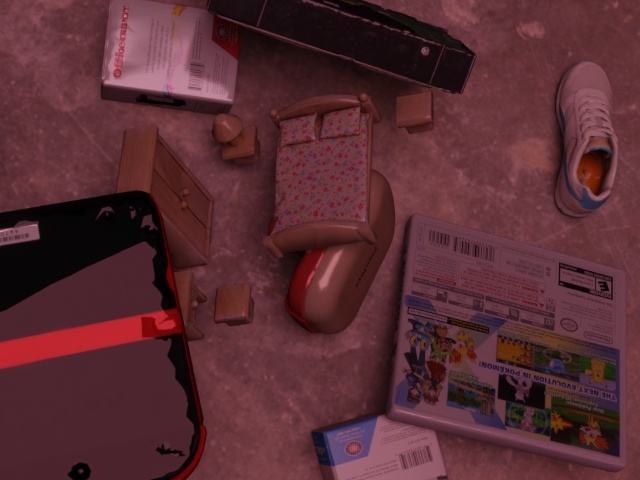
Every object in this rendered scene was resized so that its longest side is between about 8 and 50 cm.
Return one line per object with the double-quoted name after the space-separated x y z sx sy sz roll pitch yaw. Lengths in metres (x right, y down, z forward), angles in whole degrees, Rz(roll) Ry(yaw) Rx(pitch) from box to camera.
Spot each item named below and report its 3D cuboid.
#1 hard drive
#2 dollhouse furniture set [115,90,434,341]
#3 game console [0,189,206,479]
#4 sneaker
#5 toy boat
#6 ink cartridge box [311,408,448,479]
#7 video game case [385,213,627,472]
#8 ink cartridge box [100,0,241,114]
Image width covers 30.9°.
0.020 -0.287 1.523 0.339 0.237 0.064 16 107 -10 "hard drive"
-0.051 -0.059 1.397 0.356 0.174 0.303 -9 58 19 "dollhouse furniture set"
-0.335 0.137 1.270 0.387 0.060 0.341 -10 78 -16 "game console"
0.388 -0.151 1.655 0.088 0.092 0.228 5 79 -10 "sneaker"
0.000 0.000 1.536 0.151 0.151 0.231 22 75 21 "toy boat"
0.088 0.328 1.515 0.148 0.086 0.203 -13 85 -15 "ink cartridge box"
0.259 0.135 1.564 0.329 0.036 0.299 15 59 -11 "video game case"
-0.200 -0.246 1.546 0.175 0.072 0.127 7 80 -12 "ink cartridge box"
